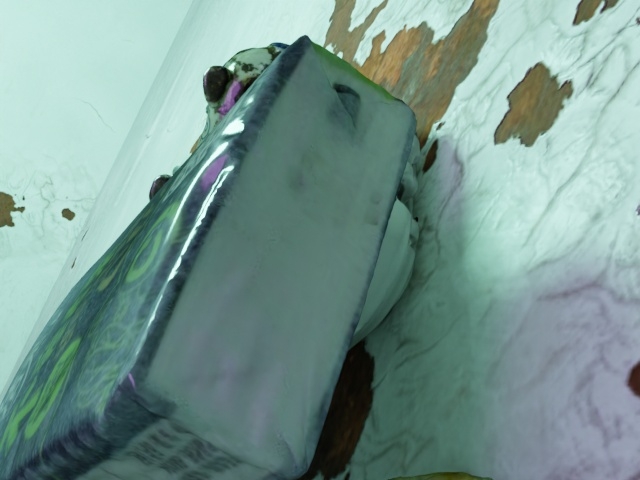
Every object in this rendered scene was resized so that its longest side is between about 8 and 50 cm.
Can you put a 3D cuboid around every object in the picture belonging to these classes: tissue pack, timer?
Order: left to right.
[{"bbox_3d":[-0.114,0.068,0.586,0.394,0.124,0.288,-38,25,46],"label":"tissue pack"},{"bbox_3d":[-0.001,0.000,0.721,0.237,0.087,0.262,-42,30,41],"label":"timer"}]

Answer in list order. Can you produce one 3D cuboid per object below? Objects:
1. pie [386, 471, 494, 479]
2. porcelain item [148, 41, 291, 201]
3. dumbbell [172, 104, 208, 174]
[{"bbox_3d":[0.037,0.251,0.378,0.302,0.067,0.302,-49,26,34],"label":"pie"},{"bbox_3d":[-0.090,-0.089,0.946,0.186,0.138,0.288,22,-92,-82],"label":"porcelain item"},{"bbox_3d":[-0.169,-0.142,1.263,0.254,0.082,0.081,-63,22,-5],"label":"dumbbell"}]
